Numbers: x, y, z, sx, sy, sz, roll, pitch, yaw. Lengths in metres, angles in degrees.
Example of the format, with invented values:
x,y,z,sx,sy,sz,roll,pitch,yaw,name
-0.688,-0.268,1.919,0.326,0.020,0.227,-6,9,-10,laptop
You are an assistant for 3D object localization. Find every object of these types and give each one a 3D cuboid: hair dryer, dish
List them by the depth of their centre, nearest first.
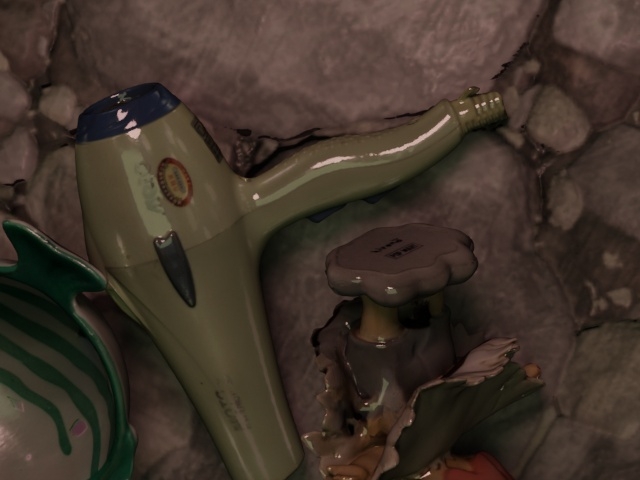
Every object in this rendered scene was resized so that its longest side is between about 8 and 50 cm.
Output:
x,y,z,sx,sy,sz,roll,pitch,yaw,name
-0.019,0.035,1.170,0.298,0.119,0.296,0,108,-3,hair dryer
-0.208,0.078,1.192,0.224,0.078,0.246,33,125,5,dish

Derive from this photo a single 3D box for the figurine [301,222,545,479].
x,y,z,sx,sy,sz,roll,pitch,yaw,name
0.071,0.183,1.147,0.166,0.207,0.387,11,117,38,figurine
